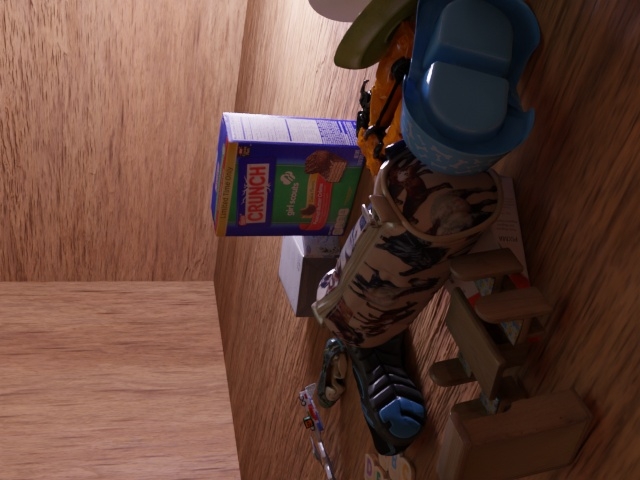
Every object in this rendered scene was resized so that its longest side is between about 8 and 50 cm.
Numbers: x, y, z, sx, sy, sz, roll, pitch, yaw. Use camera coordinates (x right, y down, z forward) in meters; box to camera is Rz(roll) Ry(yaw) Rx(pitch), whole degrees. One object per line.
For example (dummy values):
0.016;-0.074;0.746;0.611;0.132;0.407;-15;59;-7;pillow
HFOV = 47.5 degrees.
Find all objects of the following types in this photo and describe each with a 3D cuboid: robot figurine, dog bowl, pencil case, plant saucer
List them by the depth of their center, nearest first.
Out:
0.187;-0.211;0.939;0.074;0.165;0.297;108;175;-60;dog bowl
0.104;0.023;1.075;0.410;0.183;0.160;115;147;-58;pencil case
0.123;-0.370;1.228;0.037;0.241;0.241;49;155;6;plant saucer
0.145;-0.222;1.275;0.291;0.085;0.211;113;142;-52;robot figurine

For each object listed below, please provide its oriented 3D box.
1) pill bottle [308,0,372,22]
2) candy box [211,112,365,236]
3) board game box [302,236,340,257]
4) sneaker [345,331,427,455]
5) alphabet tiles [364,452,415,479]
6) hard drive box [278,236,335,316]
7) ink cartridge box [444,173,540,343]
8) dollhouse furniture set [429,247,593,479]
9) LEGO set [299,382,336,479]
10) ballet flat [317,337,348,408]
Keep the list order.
0.055;-0.639;1.390;0.224;0.223;0.393;132;136;-67;pill bottle
-0.080;-0.144;1.671;0.122;0.316;0.268;-106;23;-46;candy box
0.000;0.000;1.800;0.020;0.089;0.090;117;150;-57;board game box
0.102;0.235;1.369;0.140;0.124;0.341;104;162;-52;sneaker
0.136;0.536;1.419;0.284;0.021;0.278;-150;62;-73;alphabet tiles
-0.041;0.069;1.943;0.232;0.089;0.181;-119;34;-60;hard drive box
0.229;0.046;1.053;0.189;0.066;0.233;129;143;-65;ink cartridge box
0.195;0.170;0.913;0.242;0.160;0.212;-114;20;-47;dollhouse furniture set
0.005;0.473;1.762;0.182;0.060;0.244;-113;1;-55;LEGO set
0.033;0.327;1.728;0.070;0.070;0.189;-127;37;-65;ballet flat
